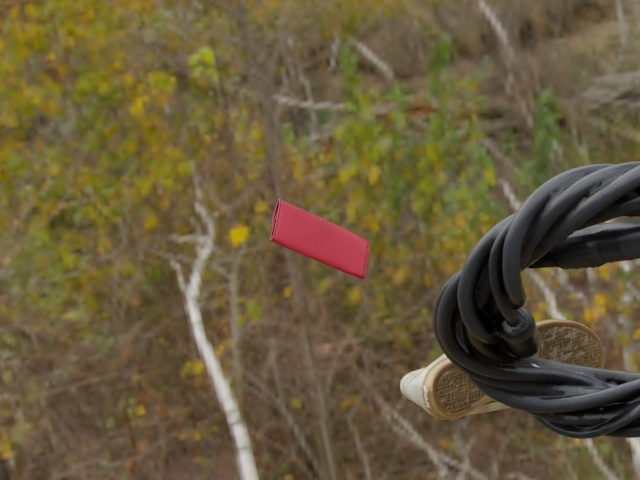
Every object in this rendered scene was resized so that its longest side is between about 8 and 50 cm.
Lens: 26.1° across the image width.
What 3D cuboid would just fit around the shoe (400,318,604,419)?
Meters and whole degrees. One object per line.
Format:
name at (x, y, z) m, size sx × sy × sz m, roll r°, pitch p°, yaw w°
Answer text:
shoe at (0.171, 0.119, 1.285) m, size 0.219 × 0.076 × 0.058 m, roll -8°, pitch -2°, yaw -32°

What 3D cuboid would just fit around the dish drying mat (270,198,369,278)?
dish drying mat at (0.000, 0.000, 0.980) m, size 0.083 × 0.032 × 0.008 m, roll 23°, pitch -23°, yaw -31°

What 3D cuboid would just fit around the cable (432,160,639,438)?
cable at (0.120, 0.034, 0.550) m, size 0.151 × 0.184 × 0.047 m, roll 10°, pitch 56°, yaw -18°
